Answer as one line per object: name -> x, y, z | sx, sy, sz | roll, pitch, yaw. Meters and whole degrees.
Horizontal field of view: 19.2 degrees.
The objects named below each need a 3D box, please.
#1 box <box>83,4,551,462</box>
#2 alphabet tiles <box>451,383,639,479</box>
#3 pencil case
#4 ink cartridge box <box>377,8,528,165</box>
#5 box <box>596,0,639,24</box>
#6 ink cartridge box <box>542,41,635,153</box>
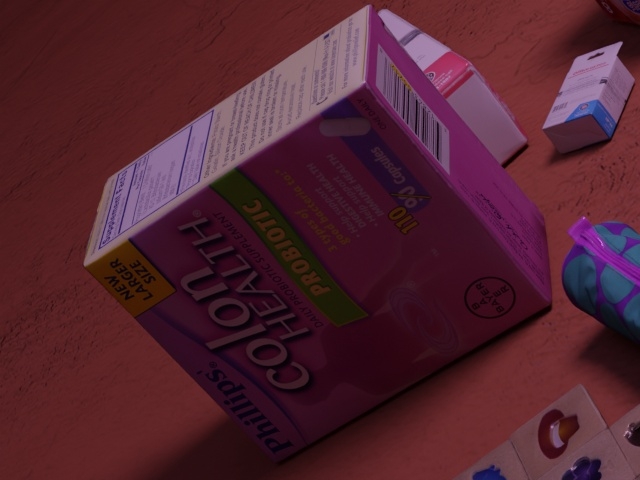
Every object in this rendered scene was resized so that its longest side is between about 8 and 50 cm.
box -> 0.000, 0.000, 1.317 | 0.243, 0.213, 0.117 | -31, 26, 22
alphabet tiles -> 0.097, 0.218, 1.064 | 0.342, 0.011, 0.285 | -38, 24, 8
pencil case -> 0.202, 0.033, 1.138 | 0.064, 0.070, 0.151 | -44, 23, -4
ink cartridge box -> 0.051, -0.088, 1.537 | 0.158, 0.092, 0.218 | -42, 26, 0
box -> 0.301, -0.296, 1.464 | 0.257, 0.128, 0.122 | -46, 25, -9
ink cartridge box -> 0.203, -0.107, 1.418 | 0.048, 0.028, 0.083 | -16, 35, 43
